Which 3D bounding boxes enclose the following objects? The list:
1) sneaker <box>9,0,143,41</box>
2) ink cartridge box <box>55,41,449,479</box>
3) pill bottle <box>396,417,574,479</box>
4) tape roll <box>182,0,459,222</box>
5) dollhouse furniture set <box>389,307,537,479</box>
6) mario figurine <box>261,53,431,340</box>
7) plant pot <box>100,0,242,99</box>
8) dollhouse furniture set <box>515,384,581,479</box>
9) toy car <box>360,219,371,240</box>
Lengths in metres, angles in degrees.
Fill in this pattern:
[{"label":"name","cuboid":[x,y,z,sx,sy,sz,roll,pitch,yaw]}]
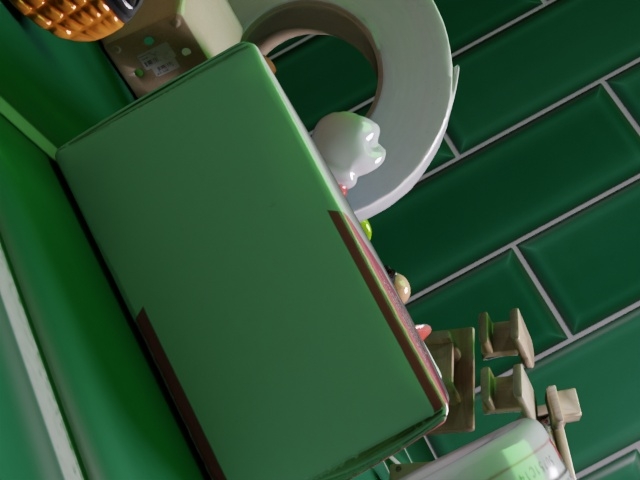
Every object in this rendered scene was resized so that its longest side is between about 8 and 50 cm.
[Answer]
[{"label":"sneaker","cuboid":[-0.185,-0.240,0.561,0.262,0.099,0.121,61,-3,-30]},{"label":"ink cartridge box","cuboid":[-0.018,0.035,0.589,0.207,0.117,0.283,62,2,10]},{"label":"pill bottle","cuboid":[0.138,0.274,0.630,0.283,0.161,0.161,62,2,12]},{"label":"tape roll","cuboid":[-0.009,-0.153,0.980,0.286,0.286,0.100,62,2,7]},{"label":"dollhouse furniture set","cuboid":[0.158,0.228,1.203,0.161,0.212,0.242,57,32,-48]},{"label":"mario figurine","cuboid":[0.000,0.000,0.845,0.320,0.170,0.198,60,0,7]},{"label":"plant pot","cuboid":[-0.137,-0.180,0.861,0.096,0.109,0.109,-98,163,-47]},{"label":"dollhouse furniture set","cuboid":[0.265,0.390,1.271,0.355,0.174,0.303,70,10,-63]},{"label":"toy car","cuboid":[-0.021,0.019,1.164,0.155,0.149,0.188,-108,-161,-58]}]
